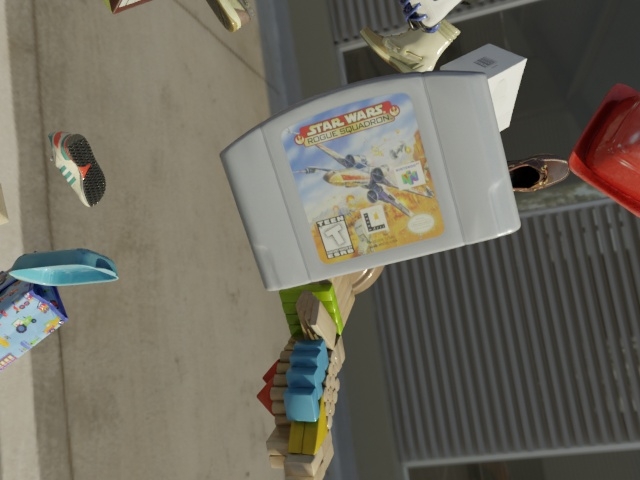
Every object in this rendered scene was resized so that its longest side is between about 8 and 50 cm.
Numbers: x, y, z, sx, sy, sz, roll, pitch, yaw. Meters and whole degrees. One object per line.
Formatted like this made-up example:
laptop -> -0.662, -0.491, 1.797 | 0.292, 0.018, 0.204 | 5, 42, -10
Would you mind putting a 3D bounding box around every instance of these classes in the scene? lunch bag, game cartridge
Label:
lunch bag -> -0.808, 0.160, 1.565 | 0.293, 0.221, 0.138 | 45, -9, 51
game cartridge -> 0.047, -0.069, 0.653 | 0.062, 0.297, 0.198 | -71, 144, -68

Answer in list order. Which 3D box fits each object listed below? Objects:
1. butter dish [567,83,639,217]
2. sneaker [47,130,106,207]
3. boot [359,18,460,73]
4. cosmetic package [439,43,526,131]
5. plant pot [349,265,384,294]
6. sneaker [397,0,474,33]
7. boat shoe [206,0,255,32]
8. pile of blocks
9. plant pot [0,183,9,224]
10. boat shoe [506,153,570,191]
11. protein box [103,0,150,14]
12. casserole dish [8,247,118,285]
butter dish -> 0.461, -0.134, 0.834 | 0.160, 0.160, 0.118 | -56, 180, -6
sneaker -> -0.459, -0.137, 1.124 | 0.057, 0.075, 0.161 | -52, 151, -37
boot -> 0.215, -0.504, 1.463 | 0.213, 0.165, 0.077 | 42, 21, 16
cosmetic package -> 0.444, -0.406, 1.712 | 0.224, 0.138, 0.225 | -31, 141, -30
plant pot -> 0.000, 0.000, 1.375 | 0.229, 0.263, 0.263 | 12, 68, -65
sneaker -> 0.166, -0.484, 1.115 | 0.127, 0.315, 0.182 | -127, -141, -70
boat shoe -> -0.213, -0.537, 1.222 | 0.224, 0.073, 0.080 | 59, -20, -8
pile of blocks -> -0.037, 0.170, 0.882 | 0.149, 0.112, 0.362 | 63, 29, -48
plant pot -> -0.748, -0.086, 1.274 | 0.096, 0.109, 0.109 | 88, -20, -66
boat shoe -> 0.423, -0.132, 1.219 | 0.073, 0.207, 0.073 | -138, -141, -68
protein box -> -0.304, -0.521, 0.989 | 0.201, 0.136, 0.200 | -42, 100, -39
casserole dish -> -0.435, 0.045, 1.023 | 0.114, 0.188, 0.037 | 42, 44, -64
